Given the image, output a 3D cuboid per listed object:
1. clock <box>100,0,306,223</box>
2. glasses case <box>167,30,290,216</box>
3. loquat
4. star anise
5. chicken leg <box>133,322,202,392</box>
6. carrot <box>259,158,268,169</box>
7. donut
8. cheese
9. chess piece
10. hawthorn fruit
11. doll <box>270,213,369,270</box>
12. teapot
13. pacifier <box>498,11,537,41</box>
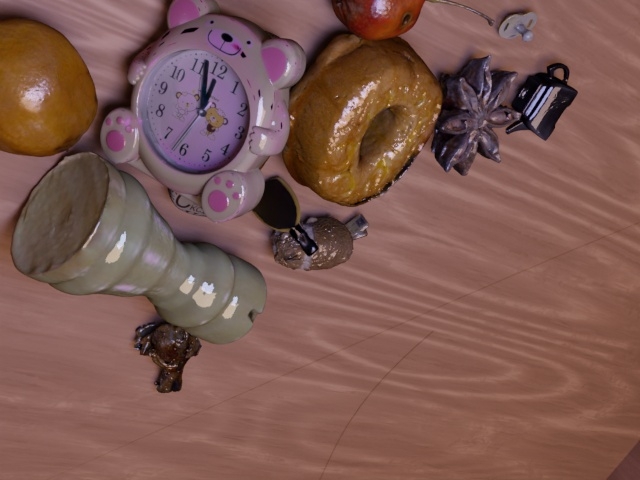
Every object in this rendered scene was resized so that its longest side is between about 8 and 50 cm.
[{"bbox_3d":[-0.182,-0.215,1.439,0.309,0.284,0.114,-64,167,19],"label":"clock"},{"bbox_3d":[-0.156,-0.199,1.568,0.137,0.085,0.354,12,117,-31],"label":"glasses case"},{"bbox_3d":[-0.435,-0.223,1.345,0.187,0.176,0.234,-20,130,7],"label":"loquat"},{"bbox_3d":[0.286,-0.245,1.770,0.223,0.109,0.236,17,98,-50],"label":"star anise"},{"bbox_3d":[-0.302,0.232,1.827,0.125,0.080,0.196,-18,139,-4],"label":"chicken leg"},{"bbox_3d":[-0.115,-0.151,1.665,0.036,0.035,0.165,20,115,-38],"label":"carrot"},{"bbox_3d":[0.074,-0.218,1.628,0.299,0.150,0.317,-23,137,-26],"label":"donut"},{"bbox_3d":[-0.061,-0.039,1.707,0.086,0.162,0.036,-39,174,-1],"label":"cheese"},{"bbox_3d":[-0.294,0.041,1.591,0.234,0.234,0.442,-47,135,9],"label":"chess piece"},{"bbox_3d":[0.162,-0.417,1.522,0.285,0.165,0.165,-2,125,-16],"label":"hawthorn fruit"},{"bbox_3d":[0.002,0.006,1.803,0.221,0.115,0.105,-8,132,-35],"label":"doll"},{"bbox_3d":[0.443,-0.288,1.842,0.096,0.087,0.177,22,111,-28],"label":"teapot"},{"bbox_3d":[0.386,-0.404,1.733,0.083,0.064,0.068,-12,146,-21],"label":"pacifier"}]
